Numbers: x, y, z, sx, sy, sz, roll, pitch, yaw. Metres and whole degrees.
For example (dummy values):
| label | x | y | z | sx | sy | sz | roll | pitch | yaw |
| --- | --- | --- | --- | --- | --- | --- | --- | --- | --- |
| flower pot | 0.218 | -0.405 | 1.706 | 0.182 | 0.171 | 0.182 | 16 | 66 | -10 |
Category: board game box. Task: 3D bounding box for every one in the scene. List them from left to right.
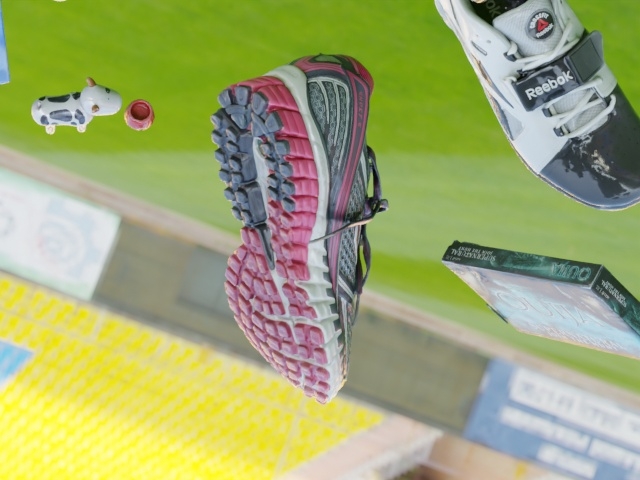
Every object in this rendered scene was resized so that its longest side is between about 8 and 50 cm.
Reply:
| label | x | y | z | sx | sy | sz | roll | pitch | yaw |
| --- | --- | --- | --- | --- | --- | --- | --- | --- | --- |
| board game box | 0.205 | 0.053 | 1.430 | 0.126 | 0.026 | 0.186 | 40 | 162 | -33 |

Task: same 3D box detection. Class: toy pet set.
| label | x | y | z | sx | sy | sz | roll | pitch | yaw |
| --- | --- | --- | --- | --- | --- | --- | --- | --- | --- |
| toy pet set | -0.139 | -0.113 | 0.785 | 0.114 | 0.122 | 0.065 | -9 | 167 | -14 |

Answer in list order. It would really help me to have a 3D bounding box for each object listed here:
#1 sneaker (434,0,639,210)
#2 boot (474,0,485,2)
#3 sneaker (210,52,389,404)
| label | x | y | z | sx | sy | sz | roll | pitch | yaw |
| --- | --- | --- | --- | --- | --- | --- | --- | --- | --- |
| sneaker | 0.208 | -0.171 | 1.587 | 0.330 | 0.122 | 0.146 | 53 | 180 | 7 |
| boot | 0.130 | -0.237 | 1.171 | 0.137 | 0.077 | 0.198 | -21 | 171 | 28 |
| sneaker | 0.000 | 0.000 | 1.271 | 0.112 | 0.299 | 0.121 | -28 | -136 | -32 |
